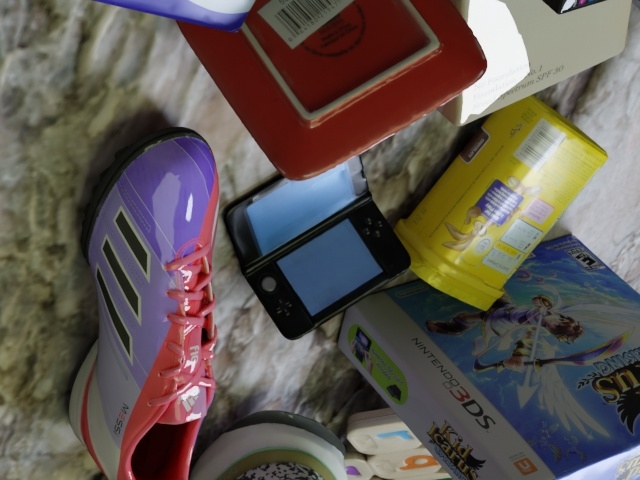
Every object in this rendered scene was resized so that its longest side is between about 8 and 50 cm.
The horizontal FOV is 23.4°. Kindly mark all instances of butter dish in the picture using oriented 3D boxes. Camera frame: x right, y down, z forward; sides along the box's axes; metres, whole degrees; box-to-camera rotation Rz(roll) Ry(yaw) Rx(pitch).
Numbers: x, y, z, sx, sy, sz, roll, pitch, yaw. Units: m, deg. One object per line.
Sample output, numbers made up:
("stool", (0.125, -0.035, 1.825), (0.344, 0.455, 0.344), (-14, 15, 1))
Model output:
("butter dish", (0.005, -0.121, 1.034), (0.160, 0.160, 0.118), (-32, 166, -10))

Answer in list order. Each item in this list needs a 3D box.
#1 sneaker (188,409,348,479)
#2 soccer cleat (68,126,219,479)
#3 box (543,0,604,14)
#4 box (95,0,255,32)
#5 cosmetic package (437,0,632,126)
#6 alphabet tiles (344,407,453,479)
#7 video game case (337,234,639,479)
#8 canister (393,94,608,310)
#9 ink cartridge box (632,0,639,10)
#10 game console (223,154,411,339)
("sneaker", (-0.113, 0.343, 1.321), (0.158, 0.182, 0.410), (26, 107, -17))
("soccer cleat", (-0.112, 0.063, 1.117), (0.108, 0.116, 0.318), (-14, 136, -32))
("box", (0.168, -0.187, 0.971), (0.083, 0.062, 0.052), (-19, 140, -26))
("box", (-0.079, -0.205, 0.909), (0.126, 0.072, 0.137), (6, 124, -45))
("cosmetic package", (0.127, -0.244, 1.024), (0.160, 0.113, 0.309), (-26, 142, -20))
("alphabet tiles", (0.132, 0.223, 1.471), (0.277, 0.021, 0.284), (-11, 145, 17))
("video game case", (0.193, 0.113, 1.339), (0.269, 0.244, 0.061), (-16, 136, -31))
("canister", (0.151, -0.035, 1.294), (0.170, 0.073, 0.126), (-51, 142, 11))
("ink cartridge box", (0.290, -0.246, 1.189), (0.148, 0.086, 0.203), (-48, 144, 8))
("game console", (0.000, 0.000, 1.198), (0.122, 0.107, 0.071), (-31, 171, -13))
